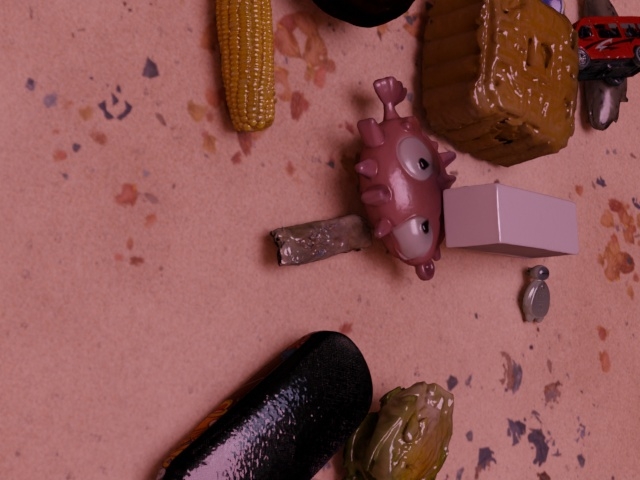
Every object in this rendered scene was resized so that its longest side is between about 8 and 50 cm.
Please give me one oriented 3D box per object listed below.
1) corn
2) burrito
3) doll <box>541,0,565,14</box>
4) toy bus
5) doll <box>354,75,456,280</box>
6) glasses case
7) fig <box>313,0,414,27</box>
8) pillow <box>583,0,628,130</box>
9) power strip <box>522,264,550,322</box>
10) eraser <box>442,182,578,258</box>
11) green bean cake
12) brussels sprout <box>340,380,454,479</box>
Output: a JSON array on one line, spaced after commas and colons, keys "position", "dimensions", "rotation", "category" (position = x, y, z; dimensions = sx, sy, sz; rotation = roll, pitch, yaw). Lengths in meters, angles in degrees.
[{"position": [-0.086, -0.227, 1.456], "dimensions": [0.067, 0.067, 0.206], "rotation": [-1, 83, -42], "category": "corn"}, {"position": [0.001, -0.001, 1.511], "dimensions": [0.171, 0.042, 0.051], "rotation": [-13, 81, -44], "category": "burrito"}, {"position": [0.311, -0.350, 1.841], "dimensions": [0.143, 0.057, 0.099], "rotation": [4, 90, -39], "category": "doll"}, {"position": [0.409, -0.284, 1.861], "dimensions": [0.195, 0.081, 0.089], "rotation": [-7, 73, -28], "category": "toy bus"}, {"position": [0.108, -0.078, 1.580], "dimensions": [0.211, 0.093, 0.262], "rotation": [0, 82, -54], "category": "doll"}, {"position": [-0.055, 0.221, 1.392], "dimensions": [0.321, 0.082, 0.122], "rotation": [-39, 107, -38], "category": "glasses case"}, {"position": [0.023, -0.380, 1.514], "dimensions": [0.249, 0.186, 0.204], "rotation": [16, 90, -31], "category": "fig"}, {"position": [0.453, -0.284, 1.959], "dimensions": [0.093, 0.051, 0.241], "rotation": [10, 73, -40], "category": "pillow"}, {"position": [0.306, 0.076, 1.782], "dimensions": [0.055, 0.035, 0.083], "rotation": [5, 92, -41], "category": "power strip"}, {"position": [0.261, -0.022, 1.663], "dimensions": [0.298, 0.076, 0.078], "rotation": [6, 80, -59], "category": "eraser"}, {"position": [0.252, -0.236, 1.717], "dimensions": [0.224, 0.131, 0.230], "rotation": [18, 71, -40], "category": "green bean cake"}, {"position": [0.096, 0.255, 1.516], "dimensions": [0.139, 0.100, 0.181], "rotation": [51, 51, -35], "category": "brussels sprout"}]
